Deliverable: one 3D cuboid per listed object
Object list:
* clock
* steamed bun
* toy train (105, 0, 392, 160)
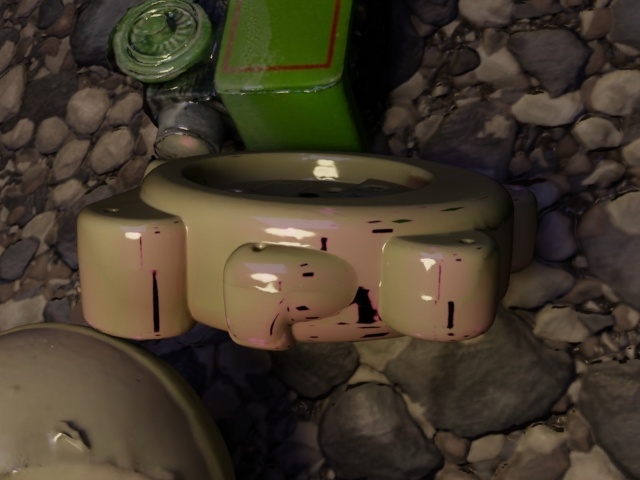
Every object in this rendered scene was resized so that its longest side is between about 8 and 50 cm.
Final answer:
[{"bbox_3d":[0.000,0.000,0.728,0.309,0.284,0.114,6,104,20],"label":"clock"},{"bbox_3d":[-0.215,0.198,0.706,0.309,0.309,0.310,-10,60,18],"label":"steamed bun"},{"bbox_3d":[-0.057,-0.217,0.925,0.248,0.173,0.307,-1,62,15],"label":"toy train"}]
